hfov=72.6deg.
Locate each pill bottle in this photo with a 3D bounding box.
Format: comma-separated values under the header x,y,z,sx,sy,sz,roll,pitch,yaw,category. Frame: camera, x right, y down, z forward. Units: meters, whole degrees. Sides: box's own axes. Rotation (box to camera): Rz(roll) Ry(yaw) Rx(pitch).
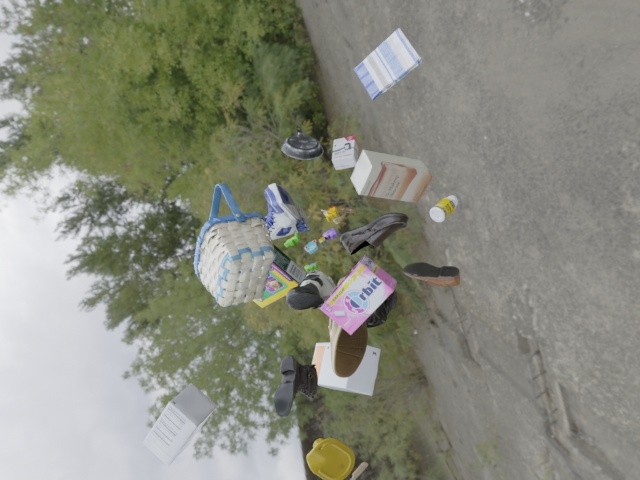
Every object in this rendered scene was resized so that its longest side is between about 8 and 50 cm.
x,y,z,sx,sy,sz,roll,pitch,yaw,category
0.471,-0.123,1.648,0.065,0.116,0.065,33,144,28,pill bottle

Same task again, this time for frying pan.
x,y,z,sx,sy,sz,roll,pitch,yaw,category
-0.065,-0.471,2.050,0.326,0.197,0.053,-67,-10,-49,frying pan

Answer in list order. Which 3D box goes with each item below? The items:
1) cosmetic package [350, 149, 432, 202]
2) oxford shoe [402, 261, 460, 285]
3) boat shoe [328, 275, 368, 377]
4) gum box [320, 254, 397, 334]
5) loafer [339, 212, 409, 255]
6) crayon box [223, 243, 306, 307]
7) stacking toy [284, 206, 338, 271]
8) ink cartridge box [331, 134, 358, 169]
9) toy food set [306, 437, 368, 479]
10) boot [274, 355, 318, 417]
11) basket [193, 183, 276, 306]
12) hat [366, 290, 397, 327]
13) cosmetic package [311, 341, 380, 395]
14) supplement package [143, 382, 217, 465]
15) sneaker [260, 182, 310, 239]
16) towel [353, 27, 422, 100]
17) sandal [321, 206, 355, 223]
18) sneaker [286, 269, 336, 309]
x,y,z,sx,sy,sz,roll,pitch,yaw,category
0.299,-0.267,1.840,0.129,0.296,0.153,-108,31,-44,cosmetic package
0.397,0.131,1.568,0.212,0.076,0.076,9,137,37,oxford shoe
0.089,0.290,1.488,0.110,0.121,0.341,-14,62,60,boat shoe
0.094,0.144,1.120,0.107,0.188,0.062,40,-155,2,gum box
0.169,-0.014,1.315,0.080,0.220,0.078,31,-141,-59,loafer
-0.305,0.140,2.113,0.363,0.313,0.106,43,-140,-21,crayon box
0.000,0.000,1.550,0.167,0.221,0.052,55,-178,-38,stacking toy
0.117,-0.413,2.045,0.063,0.109,0.151,61,-153,-47,ink cartridge box
0.041,0.727,1.454,0.218,0.128,0.071,44,170,-22,toy food set
-0.083,0.624,1.829,0.229,0.091,0.263,45,-136,-45,boot
-0.251,0.021,1.206,0.289,0.201,0.255,52,137,32,basket
0.269,0.381,2.310,0.331,0.331,0.134,70,-171,-48,hat
0.112,0.661,2.276,0.453,0.161,0.230,-28,44,61,cosmetic package
-0.517,0.676,1.604,0.134,0.244,0.139,38,-157,7,supplement package
-0.169,-0.082,1.728,0.127,0.182,0.315,70,-170,27,sneaker
0.306,-0.817,2.025,0.034,0.285,0.209,-2,-119,-59,towel
0.097,-0.124,2.231,0.088,0.240,0.079,13,105,41,sandal
-0.039,0.180,1.651,0.330,0.122,0.146,19,-131,-61,sneaker
